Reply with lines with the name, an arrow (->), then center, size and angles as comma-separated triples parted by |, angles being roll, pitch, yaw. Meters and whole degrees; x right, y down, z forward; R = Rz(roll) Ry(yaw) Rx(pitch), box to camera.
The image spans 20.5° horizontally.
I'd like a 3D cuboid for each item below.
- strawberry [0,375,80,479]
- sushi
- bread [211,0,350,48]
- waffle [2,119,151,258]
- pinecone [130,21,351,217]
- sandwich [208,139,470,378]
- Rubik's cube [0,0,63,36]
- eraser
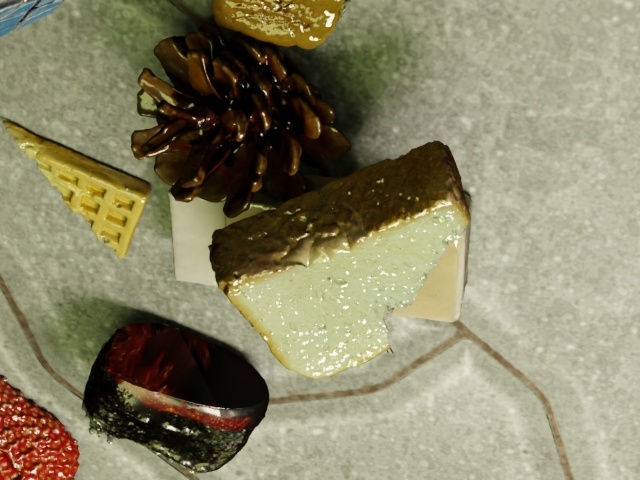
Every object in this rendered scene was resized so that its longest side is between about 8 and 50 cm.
strawberry -> -0.426, 0.300, 2.389 | 0.188, 0.106, 0.286 | -18, 122, 25
sushi -> -0.180, 0.197, 2.220 | 0.225, 0.136, 0.126 | 19, 135, -11
bread -> -0.037, -0.268, 1.830 | 0.140, 0.069, 0.128 | 14, 130, 2
waffle -> -0.304, -0.059, 2.107 | 0.191, 0.032, 0.125 | 23, 134, -3
pinecone -> -0.096, -0.122, 1.888 | 0.229, 0.201, 0.202 | 41, 123, 4
sandwich -> 0.047, 0.026, 1.910 | 0.288, 0.099, 0.254 | -23, 142, 13
Rubik's cube -> -0.377, -0.326, 1.740 | 0.319, 0.319, 0.264 | -24, 93, 30
eraser -> 0.000, 0.000, 2.041 | 0.343, 0.078, 0.144 | 8, 130, 9
